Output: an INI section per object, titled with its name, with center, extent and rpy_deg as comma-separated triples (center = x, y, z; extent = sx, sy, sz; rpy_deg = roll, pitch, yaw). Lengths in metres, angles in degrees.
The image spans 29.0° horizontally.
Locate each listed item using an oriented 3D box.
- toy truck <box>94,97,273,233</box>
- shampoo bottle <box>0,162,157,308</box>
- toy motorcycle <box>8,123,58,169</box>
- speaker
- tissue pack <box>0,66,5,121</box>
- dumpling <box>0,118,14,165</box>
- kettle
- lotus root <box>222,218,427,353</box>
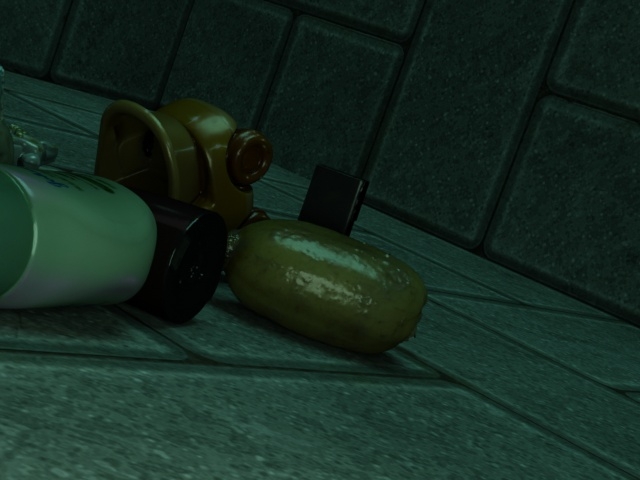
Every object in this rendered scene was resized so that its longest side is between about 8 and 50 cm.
[toy truck]
center = -0.203, -0.086, 1.853
extent = 0.212, 0.288, 0.204
rpy_deg = -21, 35, -39
[shampoo bottle]
center = -0.329, -0.006, 1.301
extent = 0.222, 0.151, 0.349
rpy_deg = 21, 7, 22
[toy motorcycle]
center = -0.539, -0.158, 2.156
extent = 0.151, 0.074, 0.229
rpy_deg = 23, 9, 18
[speaker]
center = 0.000, 0.000, 1.862
extent = 0.082, 0.218, 0.044
rpy_deg = 20, 9, 10
[tissue pack]
center = -0.696, -0.263, 2.109
extent = 0.271, 0.124, 0.201
rpy_deg = -3, 12, -33
[dumpling]
center = -0.555, -0.152, 1.959
extent = 0.136, 0.118, 0.199
rpy_deg = 4, -18, -9
[kettle]
center = -0.243, 0.004, 1.558
extent = 0.232, 0.144, 0.202
rpy_deg = 20, -13, 21
[lotus root]
center = -0.016, 0.050, 1.713
extent = 0.343, 0.151, 0.169
rpy_deg = 22, 7, -4
